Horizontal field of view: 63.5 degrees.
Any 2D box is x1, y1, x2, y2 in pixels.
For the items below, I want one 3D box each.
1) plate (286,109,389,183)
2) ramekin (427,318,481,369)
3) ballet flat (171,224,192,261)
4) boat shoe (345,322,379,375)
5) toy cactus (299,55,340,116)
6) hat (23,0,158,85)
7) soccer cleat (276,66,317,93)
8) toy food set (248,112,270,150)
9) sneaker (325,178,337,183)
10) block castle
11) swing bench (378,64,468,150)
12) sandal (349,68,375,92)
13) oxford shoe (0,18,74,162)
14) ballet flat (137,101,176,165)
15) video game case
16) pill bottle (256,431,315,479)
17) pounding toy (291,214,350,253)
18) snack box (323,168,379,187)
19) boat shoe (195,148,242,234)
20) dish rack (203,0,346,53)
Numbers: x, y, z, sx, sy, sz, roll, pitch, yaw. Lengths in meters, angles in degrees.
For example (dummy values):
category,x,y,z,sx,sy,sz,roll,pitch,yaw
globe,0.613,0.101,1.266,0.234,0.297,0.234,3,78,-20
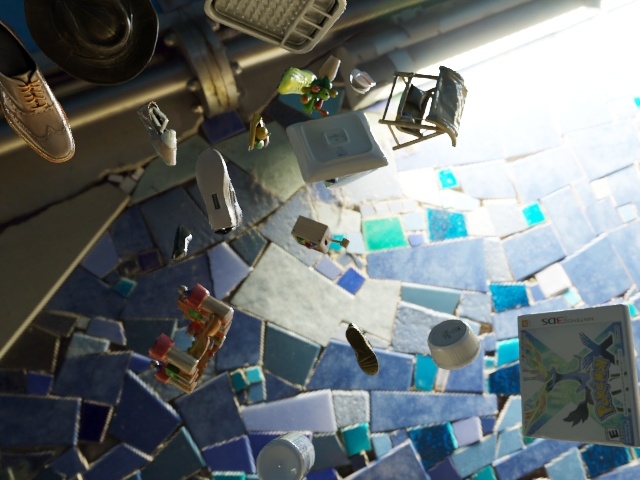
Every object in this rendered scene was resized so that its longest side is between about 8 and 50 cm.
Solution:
category,x,y,z,sx,sy,sz,roll,pitch,yaw
plate,0.049,-0.316,1.653,0.277,0.278,0.045,-13,-37,-8
ramekin,0.533,0.413,2.099,0.207,0.109,0.207,-25,21,11
ballet flat,-0.434,0.002,1.595,0.049,0.057,0.173,-39,26,16
boat shoe,0.163,0.410,1.972,0.080,0.224,0.073,-24,17,17
toy cactus,0.009,-0.463,1.562,0.181,0.112,0.219,-60,10,8
hat,-0.580,-0.558,1.299,0.331,0.332,0.134,-25,21,-8
soccer cleat,-0.078,-0.610,2.015,0.093,0.121,0.289,-52,-1,29
toy food set,-0.225,-0.400,1.931,0.071,0.128,0.218,5,4,-12
sneaker,0.006,-0.237,1.821,0.078,0.067,0.188,-3,14,-27
block castle,-0.495,0.364,1.914,0.303,0.212,0.453,-59,-2,-29
swing bench,0.373,-0.473,1.838,0.254,0.254,0.165,1,-30,31
sandal,0.181,-0.702,2.317,0.076,0.102,0.265,-41,-1,23
oxford shoe,-0.721,-0.356,1.264,0.130,0.364,0.132,-35,28,-24
ballet flat,-0.710,-0.485,2.300,0.106,0.316,0.107,-34,-7,20
video game case,0.646,0.340,1.322,0.036,0.329,0.299,15,-21,-32
pill bottle,-0.087,0.608,1.441,0.130,0.131,0.246,-26,-17,1
pounding toy,0.007,0.005,2.033,0.094,0.205,0.181,-65,-17,-14
snack box,0.115,-0.270,2.017,0.207,0.070,0.174,-26,-4,10
boat shoe,-0.402,-0.190,2.075,0.127,0.341,0.158,-9,0,8
dish rack,-0.124,-0.656,1.402,0.332,0.073,0.285,13,-18,-25
